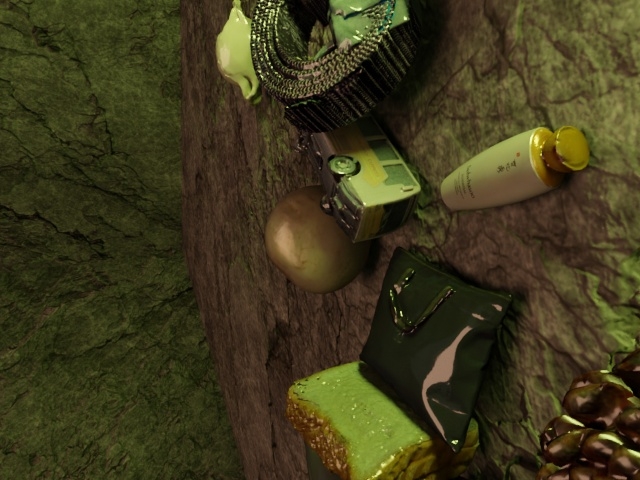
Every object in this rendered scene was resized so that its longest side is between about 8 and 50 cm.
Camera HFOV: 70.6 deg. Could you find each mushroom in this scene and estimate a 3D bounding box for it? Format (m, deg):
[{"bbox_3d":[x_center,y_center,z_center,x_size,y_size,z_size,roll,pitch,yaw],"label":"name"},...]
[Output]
[{"bbox_3d":[0.009,0.001,0.878,0.207,0.209,0.206,-9,75,38],"label":"mushroom"}]

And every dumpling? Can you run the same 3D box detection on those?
[{"bbox_3d":[-0.195,-0.489,1.203,0.193,0.147,0.257,-68,-30,-76],"label":"dumpling"}]

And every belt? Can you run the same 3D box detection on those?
[{"bbox_3d":[0.016,-0.330,0.690,0.260,0.122,0.324,-24,61,29],"label":"belt"}]

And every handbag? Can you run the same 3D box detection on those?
[{"bbox_3d":[0.148,0.133,0.652,0.254,0.089,0.210,33,107,62],"label":"handbag"}]

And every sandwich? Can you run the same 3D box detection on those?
[{"bbox_3d":[0.089,0.274,0.691,0.251,0.226,0.087,25,117,60],"label":"sandwich"}]

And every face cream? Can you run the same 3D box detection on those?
[{"bbox_3d":[0.212,-0.077,0.522,0.182,0.051,0.072,160,104,-64],"label":"face cream"}]

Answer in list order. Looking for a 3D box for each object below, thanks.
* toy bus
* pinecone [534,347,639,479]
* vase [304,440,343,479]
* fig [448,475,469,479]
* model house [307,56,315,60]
[{"bbox_3d":[0.042,-0.152,0.767,0.097,0.138,0.342,102,151,-48],"label":"toy bus"},{"bbox_3d":[0.267,0.172,0.307,0.221,0.222,0.221,172,90,-66],"label":"pinecone"},{"bbox_3d":[0.033,0.462,0.999,0.251,0.156,0.300,71,178,-51],"label":"vase"},{"bbox_3d":[0.178,0.421,0.615,0.205,0.205,0.205,172,90,-66],"label":"fig"},{"bbox_3d":[-0.031,-0.360,0.960,0.057,0.058,0.083,113,142,-49],"label":"model house"}]
